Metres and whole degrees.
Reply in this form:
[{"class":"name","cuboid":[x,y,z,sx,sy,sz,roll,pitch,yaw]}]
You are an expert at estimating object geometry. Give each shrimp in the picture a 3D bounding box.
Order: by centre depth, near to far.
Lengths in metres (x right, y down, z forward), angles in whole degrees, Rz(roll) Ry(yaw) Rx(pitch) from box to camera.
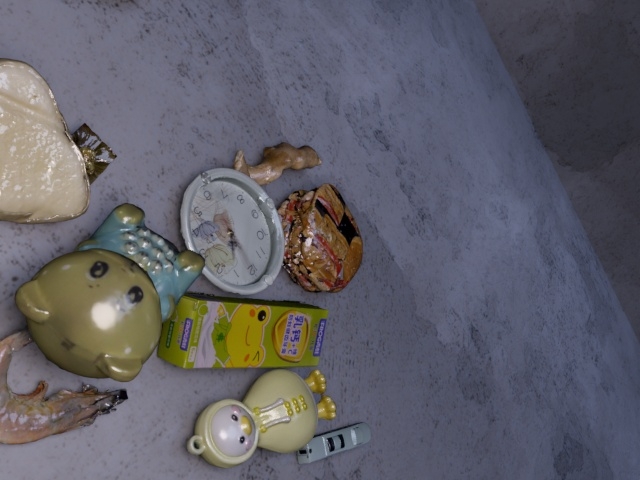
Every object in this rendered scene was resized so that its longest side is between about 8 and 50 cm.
[{"class":"shrimp","cuboid":[-0.357,0.186,0.954,0.219,0.046,0.152,4,74,-50]}]

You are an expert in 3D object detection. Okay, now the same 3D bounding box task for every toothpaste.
[{"class":"toothpaste","cuboid":[-0.122,0.154,1.209,0.327,0.077,0.110,11,89,-49]}]

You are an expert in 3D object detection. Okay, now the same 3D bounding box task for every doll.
[{"class":"doll","cuboid":[-0.280,0.074,0.955,0.177,0.161,0.260,40,18,-10]},{"class":"doll","cuboid":[-0.094,0.295,1.175,0.296,0.117,0.141,-10,79,-53]}]

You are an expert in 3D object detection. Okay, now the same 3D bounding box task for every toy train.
[{"class":"toy train","cuboid":[0.034,0.381,1.358,0.207,0.047,0.043,1,74,-50]}]

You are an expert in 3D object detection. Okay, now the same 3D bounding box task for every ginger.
[{"class":"ginger","cuboid":[-0.090,-0.161,1.436,0.089,0.075,0.288,44,33,19]}]

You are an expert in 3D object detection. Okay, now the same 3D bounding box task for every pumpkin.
[{"class":"pumpkin","cuboid":[-0.361,-0.128,1.087,0.074,0.054,0.083,47,47,-21]}]

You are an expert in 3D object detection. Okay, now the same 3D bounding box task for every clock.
[{"class":"clock","cuboid":[-0.163,-0.014,1.281,0.236,0.053,0.236,21,61,-43]}]

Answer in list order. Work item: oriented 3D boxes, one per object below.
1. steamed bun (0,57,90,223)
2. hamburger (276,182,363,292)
[{"class":"steamed bun","cuboid":[-0.424,-0.131,0.960,0.231,0.110,0.212,11,83,-52]},{"class":"hamburger","cuboid":[0.000,0.000,1.447,0.231,0.107,0.231,33,49,-49]}]
